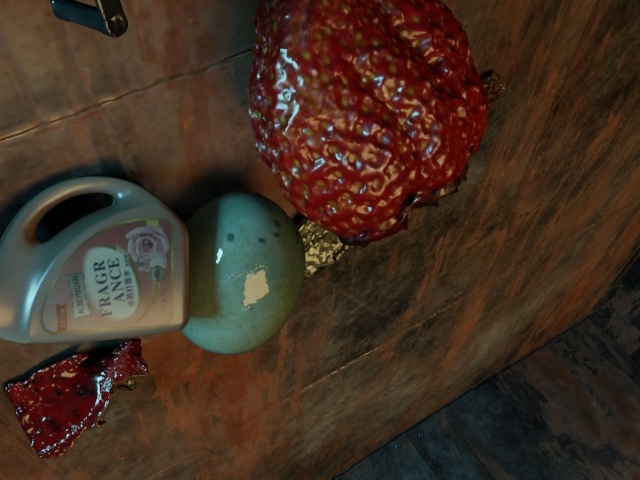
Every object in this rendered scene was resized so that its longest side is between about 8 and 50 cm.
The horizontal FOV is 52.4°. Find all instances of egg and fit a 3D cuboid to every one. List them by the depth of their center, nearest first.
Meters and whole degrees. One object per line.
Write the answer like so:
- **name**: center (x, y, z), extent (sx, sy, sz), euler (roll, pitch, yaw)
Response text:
- **egg**: center (-0.106, 0.043, 0.806), extent (0.169, 0.169, 0.236), euler (-14, 146, -36)

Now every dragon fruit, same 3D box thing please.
- **dragon fruit**: center (-0.333, 0.194, 0.910), extent (0.192, 0.122, 0.092), euler (-37, -169, -7)

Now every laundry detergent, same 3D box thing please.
- **laundry detergent**: center (-0.256, 0.019, 0.662), extent (0.237, 0.076, 0.171), euler (-1, 97, -21)

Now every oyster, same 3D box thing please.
- **oyster**: center (0.000, 0.000, 0.981), extent (0.125, 0.064, 0.177), euler (-3, 135, -40)

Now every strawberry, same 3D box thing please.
- **strawberry**: center (0.041, -0.150, 0.635), extent (0.239, 0.250, 0.288), euler (-27, 125, -7)

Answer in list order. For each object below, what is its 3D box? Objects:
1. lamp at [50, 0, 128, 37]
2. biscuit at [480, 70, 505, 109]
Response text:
- **lamp**: center (-0.223, -0.209, 0.361), extent (0.227, 0.147, 0.172), euler (-18, 124, -47)
- **biscuit**: center (0.175, -0.161, 0.974), extent (0.237, 0.026, 0.131), euler (-48, 152, 21)
